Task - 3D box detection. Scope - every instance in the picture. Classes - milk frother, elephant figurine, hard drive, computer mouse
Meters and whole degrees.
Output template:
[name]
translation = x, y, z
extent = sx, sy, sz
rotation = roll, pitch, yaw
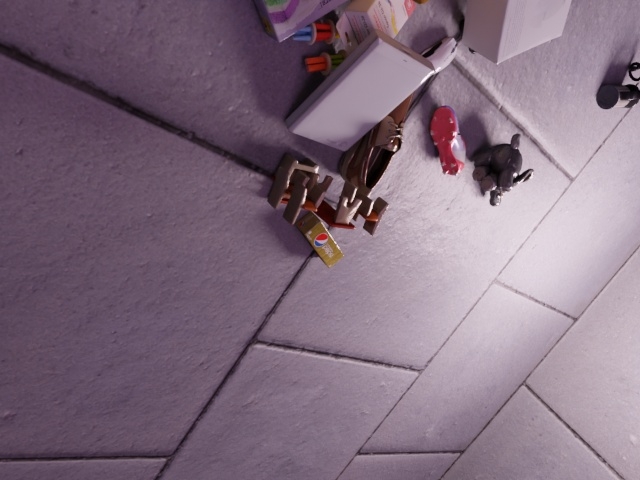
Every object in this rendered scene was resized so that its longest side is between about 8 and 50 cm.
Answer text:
[milk frother]
translation = 1.043, -0.534, 1.962
extent = 0.135, 0.129, 0.143
rotation = -11, 86, -31
[elephant figurine]
translation = 0.599, -0.220, 1.847
extent = 0.239, 0.186, 0.169
rotation = 11, 73, -54
[hard drive]
translation = 0.090, -0.336, 1.324
extent = 0.203, 0.040, 0.307
rotation = 11, 141, -42
[computer mouse]
translation = 0.330, -0.487, 1.479
extent = 0.193, 0.042, 0.106
rotation = -38, 139, -6

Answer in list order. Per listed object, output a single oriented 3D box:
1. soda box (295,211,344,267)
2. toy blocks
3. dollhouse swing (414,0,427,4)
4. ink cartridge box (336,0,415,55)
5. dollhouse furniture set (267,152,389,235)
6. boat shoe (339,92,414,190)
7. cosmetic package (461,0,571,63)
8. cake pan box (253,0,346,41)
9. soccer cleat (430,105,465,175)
[soda box]
translation = 0.000, 0.000, 1.613
extent = 0.061, 0.058, 0.181
rotation = -40, 139, -4
[toy blocks]
translation = -0.004, -0.427, 1.263
extent = 0.148, 0.054, 0.123
rotation = -14, 130, -29
[dollhouse swing]
translation = 0.213, -0.684, 1.008
extent = 0.347, 0.315, 0.305
rotation = -39, 158, -25
[ink cartridge box]
translation = 0.124, -0.495, 1.247
extent = 0.198, 0.067, 0.115
rotation = -57, 142, -17
[dollhouse furniture set]
translation = -0.015, -0.095, 1.373
extent = 0.262, 0.259, 0.135
rotation = 7, 116, -40
[boat shoe]
translation = 0.169, -0.273, 1.474
extent = 0.123, 0.116, 0.324
rotation = 4, 121, -39
[cosmetic package]
translation = 0.482, -0.588, 1.375
extent = 0.225, 0.138, 0.224
rotation = -27, 143, -18
[cake pan box]
translation = -0.030, -0.568, 1.120
extent = 0.267, 0.070, 0.245
rotation = -34, 140, -11
[soccer cleat]
translation = 0.379, -0.299, 1.658
extent = 0.095, 0.083, 0.248
rotation = -56, 141, -32
